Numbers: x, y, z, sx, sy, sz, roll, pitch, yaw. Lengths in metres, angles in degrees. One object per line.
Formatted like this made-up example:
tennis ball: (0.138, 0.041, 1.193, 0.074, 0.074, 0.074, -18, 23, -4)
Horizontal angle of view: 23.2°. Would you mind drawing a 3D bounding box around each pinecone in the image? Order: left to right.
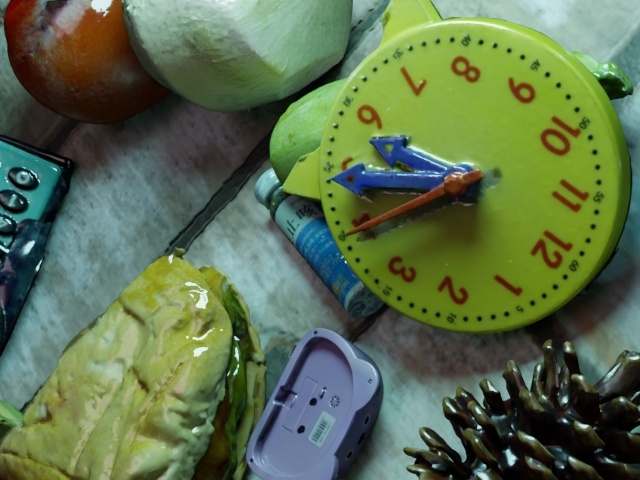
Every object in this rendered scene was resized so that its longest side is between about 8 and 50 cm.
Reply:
pinecone: (0.184, 0.173, 1.237, 0.212, 0.185, 0.168, -28, 80, 3)

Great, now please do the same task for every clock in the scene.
clock: (0.005, 0.167, 1.455, 0.110, 0.050, 0.152, 26, 90, 41)
clock: (0.122, -0.055, 1.354, 0.293, 0.071, 0.277, 30, 112, 14)

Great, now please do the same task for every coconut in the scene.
coconut: (-0.076, -0.253, 1.579, 0.230, 0.227, 0.227, -15, 63, 33)

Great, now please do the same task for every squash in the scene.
squash: (0.112, -0.119, 1.447, 0.371, 0.118, 0.118, -15, 64, 31)

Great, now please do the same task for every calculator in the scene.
calculator: (-0.433, -0.012, 1.778, 0.248, 0.058, 0.274, 24, 83, 3)

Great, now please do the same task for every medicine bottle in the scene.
medicine bottle: (0.000, 0.000, 1.526, 0.051, 0.051, 0.191, -50, 51, 11)

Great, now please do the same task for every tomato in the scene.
tomato: (-0.248, -0.235, 1.722, 0.208, 0.184, 0.208, -14, 65, 34)

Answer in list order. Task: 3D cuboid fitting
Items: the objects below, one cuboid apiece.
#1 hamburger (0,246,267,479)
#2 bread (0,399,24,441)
hamburger: (-0.163, 0.197, 1.501, 0.330, 0.162, 0.209, -48, 53, 9)
bread: (-0.375, 0.246, 1.699, 0.084, 0.074, 0.139, 28, 89, 44)
